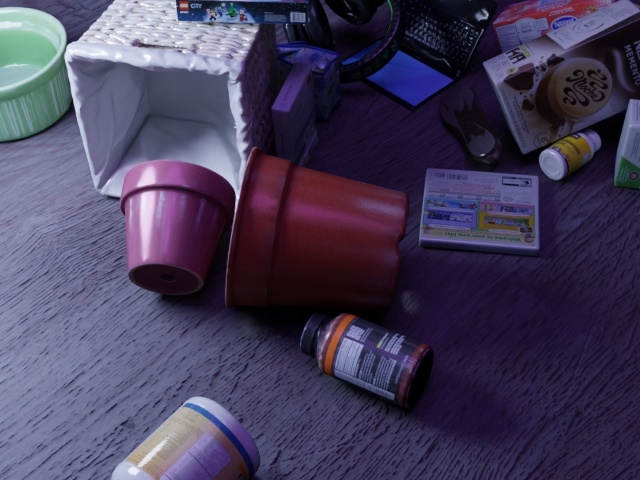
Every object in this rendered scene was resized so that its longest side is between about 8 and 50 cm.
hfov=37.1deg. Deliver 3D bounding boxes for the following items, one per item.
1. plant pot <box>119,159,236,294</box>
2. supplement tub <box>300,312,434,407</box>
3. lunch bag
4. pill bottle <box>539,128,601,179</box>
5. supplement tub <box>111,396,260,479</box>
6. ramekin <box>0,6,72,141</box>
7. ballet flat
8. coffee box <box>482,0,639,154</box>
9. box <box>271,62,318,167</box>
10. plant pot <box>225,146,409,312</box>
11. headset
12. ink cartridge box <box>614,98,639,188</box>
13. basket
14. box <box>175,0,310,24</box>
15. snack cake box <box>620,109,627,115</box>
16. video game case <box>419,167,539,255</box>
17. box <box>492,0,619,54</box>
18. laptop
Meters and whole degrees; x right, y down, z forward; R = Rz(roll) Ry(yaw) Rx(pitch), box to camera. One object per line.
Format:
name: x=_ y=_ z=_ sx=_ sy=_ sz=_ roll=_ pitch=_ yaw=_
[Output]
plant pot: x=-0.253 y=-0.013 z=1.642 sx=0.201 sy=0.201 sz=0.180 roll=2 pitch=62 yaw=5
supplement tub: x=0.069 y=0.178 z=1.488 sx=0.198 sy=0.106 sz=0.106 roll=21 pitch=51 yaw=22
lunch bag: x=-0.038 y=-0.333 z=1.966 sx=0.151 sy=0.128 sz=0.096 roll=16 pitch=48 yaw=20
pill bottle: x=0.479 y=-0.168 z=1.822 sx=0.116 sy=0.065 sz=0.065 roll=-31 pitch=52 yaw=-25
supplement tub: x=-0.197 y=0.331 z=1.329 sx=0.144 sy=0.144 sz=0.200 roll=30 pitch=55 yaw=28
ramekin: x=-0.666 y=-0.343 z=1.998 sx=0.304 sy=0.148 sz=0.303 roll=-2 pitch=46 yaw=2
ballet flat: x=0.304 y=-0.230 z=1.905 sx=0.084 sy=0.058 sz=0.250 roll=-39 pitch=40 yaw=15
coffee box: x=0.483 y=-0.312 z=1.811 sx=0.297 sy=0.168 sz=0.119 roll=-24 pitch=29 yaw=9
box: x=-0.047 y=-0.219 z=1.818 sx=0.038 sy=0.186 sz=0.145 roll=11 pitch=48 yaw=13
plant pot: x=0.000 y=0.000 z=1.572 sx=0.265 sy=0.272 sz=0.272 roll=9 pitch=47 yaw=2
headset: x=0.032 y=-0.493 z=2.102 sx=0.243 sy=0.185 sz=0.394 roll=-36 pitch=60 yaw=3
ink cartridge box: x=0.659 y=-0.166 z=1.751 sx=0.209 sy=0.153 sz=0.086 roll=9 pitch=46 yaw=10
basket: x=-0.253 y=-0.262 z=1.784 sx=0.328 sy=0.331 sz=0.266 roll=8 pitch=42 yaw=10
box: x=-0.132 y=-0.446 z=1.718 sx=0.233 sy=0.044 sz=0.159 roll=2 pitch=39 yaw=2
snack cake box: x=0.686 y=-0.306 z=1.927 sx=0.152 sy=0.089 sz=0.264 roll=-35 pitch=54 yaw=-25
video game case: x=0.294 y=-0.055 z=1.755 sx=0.213 sy=0.023 sz=0.193 roll=5 pitch=47 yaw=7
box: x=0.503 y=-0.435 z=1.960 sx=0.257 sy=0.128 sz=0.122 roll=-7 pitch=28 yaw=32
laptop: x=0.204 y=-0.440 z=2.048 sx=0.234 sy=0.264 sz=0.137 roll=36 pitch=21 yaw=31
